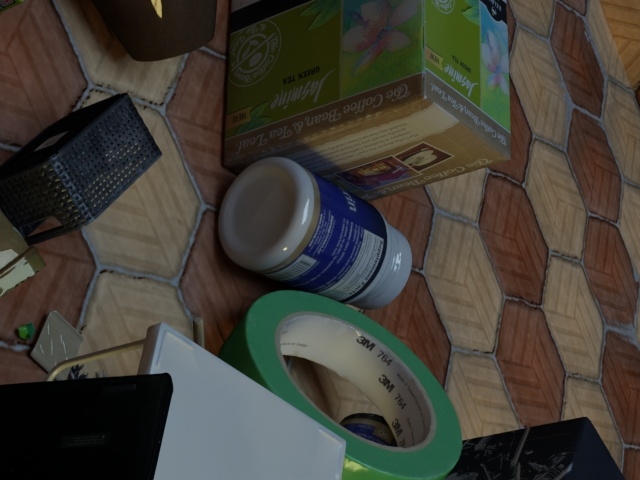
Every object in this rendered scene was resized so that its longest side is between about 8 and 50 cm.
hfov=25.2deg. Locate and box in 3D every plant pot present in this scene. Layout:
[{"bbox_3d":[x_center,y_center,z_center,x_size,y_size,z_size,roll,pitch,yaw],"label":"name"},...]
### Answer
[{"bbox_3d":[-0.208,-0.344,1.737,0.215,0.215,0.230,-48,129,-51],"label":"plant pot"}]

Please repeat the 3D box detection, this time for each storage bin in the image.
[{"bbox_3d":[-0.275,-0.079,1.582,0.084,0.122,0.180,62,36,-18],"label":"storage bin"}]

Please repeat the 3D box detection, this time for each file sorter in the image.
[{"bbox_3d":[-0.136,0.239,1.367,0.277,0.173,0.193,38,48,-39],"label":"file sorter"}]

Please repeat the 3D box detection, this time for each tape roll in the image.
[{"bbox_3d":[0.025,0.198,1.784,0.321,0.077,0.321,29,27,-16],"label":"tape roll"}]

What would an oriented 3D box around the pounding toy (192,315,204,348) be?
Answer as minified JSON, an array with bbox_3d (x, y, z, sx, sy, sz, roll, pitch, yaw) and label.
[{"bbox_3d":[-0.166,0.184,1.645,0.206,0.094,0.181,-151,-129,-85],"label":"pounding toy"}]

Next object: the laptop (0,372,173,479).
[{"bbox_3d":[-0.308,0.343,1.165,0.408,0.381,0.236,-83,164,-49],"label":"laptop"}]

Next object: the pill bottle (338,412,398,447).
[{"bbox_3d":[0.035,0.335,1.850,0.123,0.122,0.219,59,36,-20],"label":"pill bottle"}]

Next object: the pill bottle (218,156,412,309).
[{"bbox_3d":[0.000,0.000,1.912,0.264,0.153,0.153,27,56,-48],"label":"pill bottle"}]

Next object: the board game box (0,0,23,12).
[{"bbox_3d":[-0.398,-0.346,1.586,0.181,0.043,0.092,39,47,-40],"label":"board game box"}]

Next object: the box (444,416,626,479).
[{"bbox_3d":[0.202,0.420,1.857,0.179,0.343,0.312,58,37,-21],"label":"box"}]

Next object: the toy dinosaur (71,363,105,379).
[{"bbox_3d":[-0.252,0.174,1.604,0.090,0.047,0.082,-42,125,-18],"label":"toy dinosaur"}]

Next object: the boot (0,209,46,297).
[{"bbox_3d":[-0.428,-0.025,1.378,0.236,0.089,0.269,-40,99,-33],"label":"boot"}]

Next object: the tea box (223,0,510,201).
[{"bbox_3d":[0.064,-0.244,1.944,0.220,0.329,0.324,28,54,-47],"label":"tea box"}]

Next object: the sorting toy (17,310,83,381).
[{"bbox_3d":[-0.299,0.109,1.568,0.083,0.012,0.062,51,45,-35],"label":"sorting toy"}]
